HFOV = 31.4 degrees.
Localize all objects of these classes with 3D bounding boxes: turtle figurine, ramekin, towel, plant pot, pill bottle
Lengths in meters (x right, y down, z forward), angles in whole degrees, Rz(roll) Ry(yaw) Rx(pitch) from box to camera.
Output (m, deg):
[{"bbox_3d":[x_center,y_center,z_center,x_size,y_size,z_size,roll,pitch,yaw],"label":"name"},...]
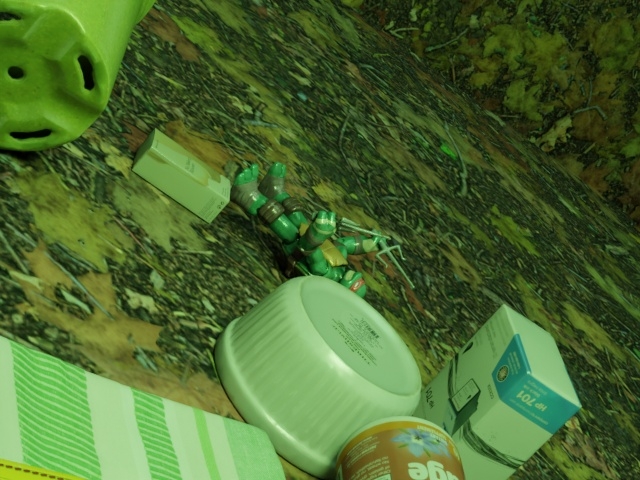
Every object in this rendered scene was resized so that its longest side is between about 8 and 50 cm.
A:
[{"bbox_3d":[0.000,0.000,1.396,0.234,0.118,0.175,41,4,15],"label":"turtle figurine"},{"bbox_3d":[0.006,0.130,1.151,0.207,0.109,0.207,36,20,-16],"label":"ramekin"},{"bbox_3d":[-0.131,0.192,0.869,0.325,0.038,0.248,27,24,-38],"label":"towel"},{"bbox_3d":[-0.297,-0.236,1.161,0.276,0.276,0.253,30,35,-31],"label":"plant pot"},{"bbox_3d":[0.079,0.263,0.994,0.121,0.121,0.216,35,22,-21],"label":"pill bottle"}]

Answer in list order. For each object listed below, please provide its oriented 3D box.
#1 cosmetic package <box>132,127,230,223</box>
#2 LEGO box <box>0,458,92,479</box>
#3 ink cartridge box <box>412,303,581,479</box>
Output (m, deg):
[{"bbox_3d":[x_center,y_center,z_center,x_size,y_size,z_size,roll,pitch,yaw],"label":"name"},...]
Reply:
[{"bbox_3d":[-0.164,-0.077,1.353,0.115,0.041,0.060,35,21,-21],"label":"cosmetic package"},{"bbox_3d":[-0.145,0.278,0.428,0.500,0.193,0.372,26,26,-40],"label":"LEGO box"},{"bbox_3d":[0.178,0.187,1.239,0.082,0.190,0.139,34,21,-19],"label":"ink cartridge box"}]
